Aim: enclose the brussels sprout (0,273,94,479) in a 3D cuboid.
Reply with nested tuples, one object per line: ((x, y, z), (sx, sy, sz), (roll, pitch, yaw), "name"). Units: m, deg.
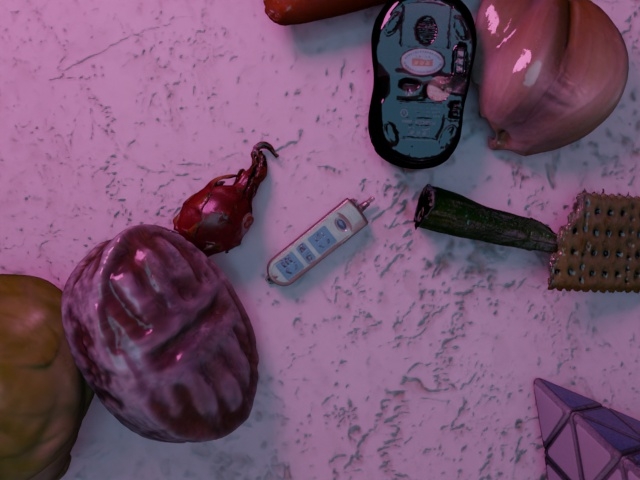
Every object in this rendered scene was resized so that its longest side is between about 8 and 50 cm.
((-0.434, 0.191, 0.955), (0.273, 0.242, 0.317), (19, 92, -28), "brussels sprout")

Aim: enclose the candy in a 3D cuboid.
((-0.201, 0.122, 0.959), (0.157, 0.214, 0.290), (-15, 109, 43), "candy")

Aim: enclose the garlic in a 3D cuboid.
((0.304, -0.226, 1.004), (0.217, 0.110, 0.228), (13, 92, -5), "garlic")

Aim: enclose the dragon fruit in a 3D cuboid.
((-0.119, -0.054, 1.012), (0.094, 0.094, 0.190), (42, 82, -3), "dragon fruit")

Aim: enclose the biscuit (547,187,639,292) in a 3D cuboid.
((0.404, 0.003, 1.034), (0.203, 0.016, 0.144), (4, 92, -19), "biscuit")

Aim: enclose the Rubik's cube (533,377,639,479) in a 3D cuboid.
((0.404, 0.327, 0.974), (0.228, 0.229, 0.233), (-16, 119, 39), "Rubik's cube")

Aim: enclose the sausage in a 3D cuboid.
((0.080, -0.361, 0.997), (0.330, 0.102, 0.102), (-14, 93, 0), "sausage")

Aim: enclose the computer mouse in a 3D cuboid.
((0.130, -0.214, 1.006), (0.137, 0.096, 0.234), (7, 101, 3), "computer mouse")

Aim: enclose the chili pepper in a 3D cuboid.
((0.242, -0.016, 1.026), (0.226, 0.088, 0.059), (16, 107, -4), "chili pepper")

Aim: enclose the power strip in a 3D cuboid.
((0.000, 0.000, 1.046), (0.191, 0.030, 0.048), (-39, 94, 2), "power strip")
